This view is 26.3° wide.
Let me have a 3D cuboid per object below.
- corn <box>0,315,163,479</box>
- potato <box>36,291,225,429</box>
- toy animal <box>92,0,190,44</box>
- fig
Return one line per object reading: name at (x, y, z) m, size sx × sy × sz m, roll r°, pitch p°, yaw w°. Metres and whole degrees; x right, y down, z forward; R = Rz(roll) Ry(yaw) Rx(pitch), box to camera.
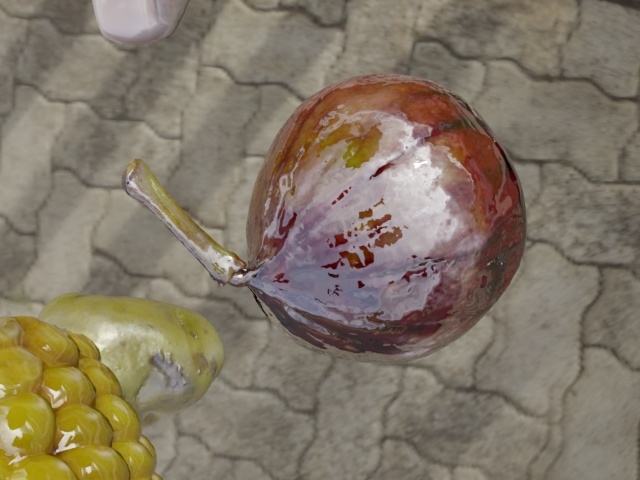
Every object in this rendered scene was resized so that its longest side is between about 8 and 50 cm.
corn at (-0.057, 0.185, 0.351) m, size 0.144 × 0.144 × 0.387 m, roll -27°, pitch 75°, yaw 22°
potato at (-0.203, 0.120, 1.410) m, size 0.154 × 0.200 × 0.137 m, roll -46°, pitch 47°, yaw 43°
toy animal at (-0.003, -0.130, 0.239) m, size 0.166 × 0.250 × 0.154 m, roll -39°, pitch 102°, yaw -3°
fig at (0.015, 0.006, 0.907) m, size 0.186 × 0.249 × 0.204 m, roll 36°, pitch 136°, yaw 28°
